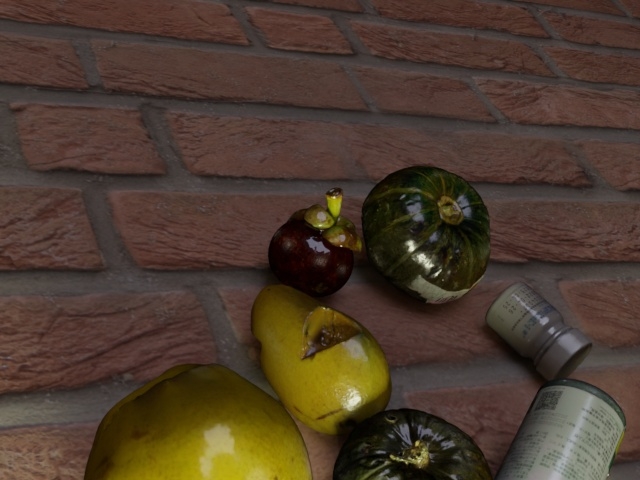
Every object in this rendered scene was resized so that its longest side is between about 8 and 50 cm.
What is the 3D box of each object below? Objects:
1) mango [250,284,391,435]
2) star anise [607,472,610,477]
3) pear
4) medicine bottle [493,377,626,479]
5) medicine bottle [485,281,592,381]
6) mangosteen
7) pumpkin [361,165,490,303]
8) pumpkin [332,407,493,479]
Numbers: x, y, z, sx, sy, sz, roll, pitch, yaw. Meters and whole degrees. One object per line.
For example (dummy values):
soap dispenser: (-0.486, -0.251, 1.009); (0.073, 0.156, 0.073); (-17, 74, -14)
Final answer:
mango: (-0.007, 0.173, 1.475); (0.262, 0.167, 0.130); (37, 24, 23)
star anise: (0.374, 0.364, 1.522); (0.141, 0.042, 0.141); (2, 50, -2)
pear: (-0.117, 0.306, 1.152); (0.336, 0.285, 0.285); (41, 37, -2)
medicine bottle: (0.324, 0.344, 1.415); (0.141, 0.141, 0.293); (31, 53, 10)
medicine bottle: (0.380, 0.160, 1.742); (0.105, 0.105, 0.168); (-17, 52, -42)
mangosteen: (0.000, 0.007, 1.666); (0.156, 0.181, 0.146); (28, -9, 20)
pumpkin: (0.182, -0.011, 1.795); (0.260, 0.189, 0.260); (23, 50, -29)
pumpkin: (0.125, 0.326, 1.346); (0.224, 0.157, 0.223); (6, 38, -5)
